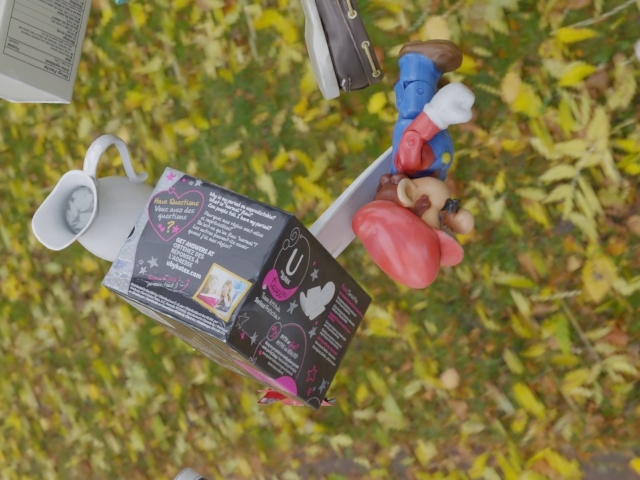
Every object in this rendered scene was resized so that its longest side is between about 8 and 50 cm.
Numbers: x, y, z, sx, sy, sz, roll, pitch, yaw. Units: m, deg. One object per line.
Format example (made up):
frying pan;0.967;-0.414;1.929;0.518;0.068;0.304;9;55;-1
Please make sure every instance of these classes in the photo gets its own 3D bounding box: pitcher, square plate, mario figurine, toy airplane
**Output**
pitcher;-0.291;-0.057;1.726;0.125;0.207;0.177;34;98;25
square plate;0.000;0.000;1.689;0.049;0.347;0.344;45;141;-3
mario figurine;0.151;-0.087;1.546;0.170;0.198;0.320;-9;61;33
toy airplane;-0.044;0.271;2.088;0.151;0.151;0.028;-10;74;53

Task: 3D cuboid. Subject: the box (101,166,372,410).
box;-0.077;0.051;1.240;0.163;0.142;0.247;22;166;28

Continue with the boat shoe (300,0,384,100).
boat shoe;0.014;-0.358;1.691;0.116;0.097;0.324;-115;10;-65

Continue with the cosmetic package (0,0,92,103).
cosmetic package;-0.407;-0.349;1.666;0.129;0.153;0.296;5;79;35

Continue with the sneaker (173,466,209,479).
sneaker;-0.124;0.398;1.489;0.163;0.086;0.226;27;133;15

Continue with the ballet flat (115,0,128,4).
ballet flat;-0.162;-0.365;1.409;0.077;0.231;0.077;59;-172;-1
